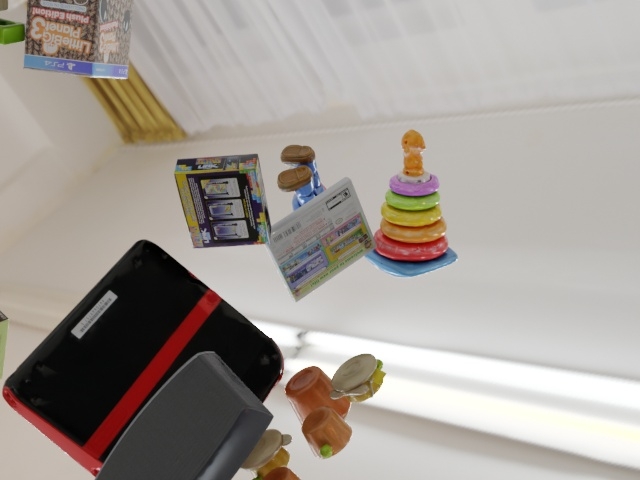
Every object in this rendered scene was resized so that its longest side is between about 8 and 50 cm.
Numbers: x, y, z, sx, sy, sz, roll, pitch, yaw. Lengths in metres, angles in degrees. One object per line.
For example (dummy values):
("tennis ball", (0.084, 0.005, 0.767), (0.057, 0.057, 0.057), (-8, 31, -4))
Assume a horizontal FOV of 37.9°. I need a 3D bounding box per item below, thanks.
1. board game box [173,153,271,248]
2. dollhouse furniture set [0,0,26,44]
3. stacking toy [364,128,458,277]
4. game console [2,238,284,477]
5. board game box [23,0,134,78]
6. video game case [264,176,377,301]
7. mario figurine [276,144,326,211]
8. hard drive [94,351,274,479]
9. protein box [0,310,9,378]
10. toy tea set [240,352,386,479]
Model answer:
("board game box", (-0.165, -0.066, 1.609), (0.141, 0.170, 0.048), (-2, -139, 5))
("dollhouse furniture set", (-0.627, -0.549, 1.777), (0.197, 0.302, 0.151), (17, -152, 17))
("stacking toy", (0.191, -0.089, 1.951), (0.165, 0.302, 0.175), (-18, -151, -33))
("game console", (-0.257, 0.215, 1.483), (0.060, 0.342, 0.386), (-48, -175, 45))
("board game box", (-0.474, -0.477, 1.865), (0.141, 0.291, 0.232), (8, -170, 4))
("video game case", (0.000, 0.000, 1.882), (0.212, 0.193, 0.023), (-34, -139, -12))
("mario figurine", (-0.043, -0.061, 2.178), (0.170, 0.321, 0.198), (24, -121, 37))
("hard drive", (-0.193, 0.282, 1.239), (0.255, 0.054, 0.172), (-51, -132, 1))
("protein box", (-0.852, 0.250, 2.154), (0.136, 0.200, 0.201), (36, -143, 24))
("toy tea set", (-0.010, 0.332, 1.499), (0.200, 0.124, 0.336), (-12, -150, 45))
